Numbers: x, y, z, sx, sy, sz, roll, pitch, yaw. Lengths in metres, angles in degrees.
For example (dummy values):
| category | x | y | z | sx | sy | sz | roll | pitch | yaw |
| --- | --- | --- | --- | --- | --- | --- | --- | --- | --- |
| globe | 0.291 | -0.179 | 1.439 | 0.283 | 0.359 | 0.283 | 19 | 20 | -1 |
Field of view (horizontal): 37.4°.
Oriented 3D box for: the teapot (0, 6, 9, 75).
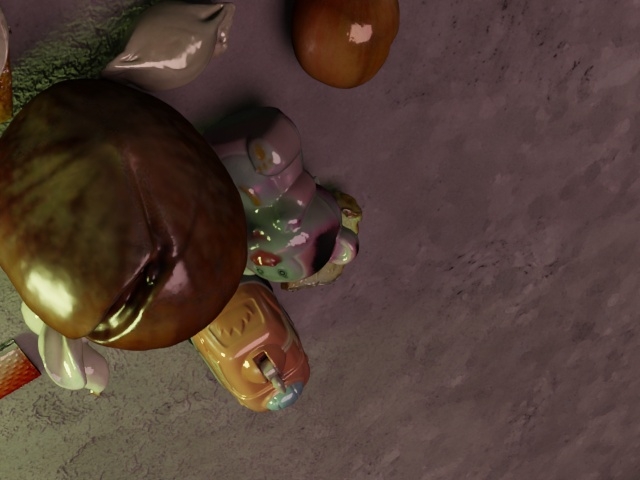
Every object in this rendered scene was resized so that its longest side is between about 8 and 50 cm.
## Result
| category | x | y | z | sx | sy | sz | roll | pitch | yaw |
| --- | --- | --- | --- | --- | --- | --- | --- | --- | --- |
| teapot | -0.462 | -0.259 | 1.108 | 0.221 | 0.163 | 0.178 | -41 | 177 | 22 |

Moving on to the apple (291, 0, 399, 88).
| category | x | y | z | sx | sy | sz | roll | pitch | yaw |
| --- | --- | --- | --- | --- | --- | --- | --- | --- | --- |
| apple | 0.040 | -0.338 | 1.512 | 0.199 | 0.199 | 0.199 | -19 | 134 | -21 |

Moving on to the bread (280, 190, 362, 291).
| category | x | y | z | sx | sy | sz | roll | pitch | yaw |
| --- | --- | --- | --- | --- | --- | --- | --- | --- | --- |
| bread | 0.000 | 0.000 | 1.834 | 0.128 | 0.088 | 0.232 | 1 | 131 | -25 |

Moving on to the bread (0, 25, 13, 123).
| category | x | y | z | sx | sy | sz | roll | pitch | yaw |
| --- | --- | --- | --- | --- | --- | --- | --- | --- | --- |
| bread | -0.457 | -0.248 | 1.279 | 0.065 | 0.103 | 0.187 | -14 | 130 | -25 |

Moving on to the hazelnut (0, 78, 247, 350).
| category | x | y | z | sx | sy | sz | roll | pitch | yaw |
| --- | --- | --- | --- | --- | --- | --- | --- | --- | --- |
| hazelnut | -0.295 | -0.036 | 1.340 | 0.359 | 0.409 | 0.359 | -35 | 157 | -17 |

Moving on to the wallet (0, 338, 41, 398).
| category | x | y | z | sx | sy | sz | roll | pitch | yaw |
| --- | --- | --- | --- | --- | --- | --- | --- | --- | --- |
| wallet | -0.603 | 0.258 | 1.666 | 0.196 | 0.020 | 0.103 | -31 | 137 | -9 |

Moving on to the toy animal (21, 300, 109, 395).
| category | x | y | z | sx | sy | sz | roll | pitch | yaw |
| --- | --- | --- | --- | --- | --- | --- | --- | --- | --- |
| toy animal | -0.356 | 0.081 | 1.542 | 0.310 | 0.247 | 0.183 | -36 | 160 | -27 |

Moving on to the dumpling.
| category | x | y | z | sx | sy | sz | roll | pitch | yaw |
| --- | --- | --- | --- | --- | --- | --- | --- | --- | --- |
| dumpling | -0.225 | -0.281 | 1.413 | 0.229 | 0.124 | 0.151 | -26 | 169 | -13 |

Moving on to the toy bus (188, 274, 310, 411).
| category | x | y | z | sx | sy | sz | roll | pitch | yaw |
| --- | --- | --- | --- | --- | --- | --- | --- | --- | --- |
| toy bus | -0.125 | 0.206 | 1.812 | 0.194 | 0.232 | 0.287 | -35 | 136 | -9 |

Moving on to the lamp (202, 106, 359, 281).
| category | x | y | z | sx | sy | sz | roll | pitch | yaw |
| --- | --- | --- | --- | --- | --- | --- | --- | --- | --- |
| lamp | -0.080 | -0.081 | 1.630 | 0.247 | 0.247 | 0.301 | -10 | 121 | 21 |
